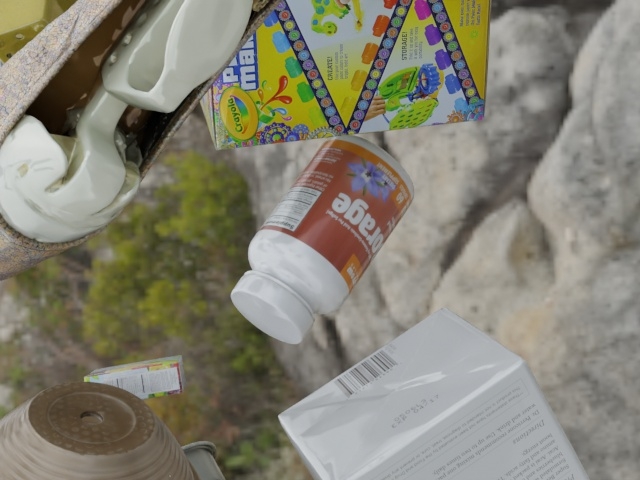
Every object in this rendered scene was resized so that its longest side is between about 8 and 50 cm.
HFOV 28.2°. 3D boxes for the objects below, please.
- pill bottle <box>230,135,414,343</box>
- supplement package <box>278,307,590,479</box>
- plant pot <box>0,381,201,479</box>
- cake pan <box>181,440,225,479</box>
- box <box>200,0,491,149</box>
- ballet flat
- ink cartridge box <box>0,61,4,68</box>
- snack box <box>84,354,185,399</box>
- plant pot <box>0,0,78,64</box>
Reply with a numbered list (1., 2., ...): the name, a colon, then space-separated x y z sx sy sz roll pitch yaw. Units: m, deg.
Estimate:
1. pill bottle: 0.000 0.000 1.376 0.216 0.121 0.121 -55 13 -22
2. supplement package: 0.125 0.236 1.038 0.293 0.177 0.175 60 172 -17
3. plant pot: -0.217 0.205 1.169 0.237 0.237 0.110 -129 45 -54
4. cake pan: -0.239 0.387 1.702 0.054 0.293 0.293 47 140 19
5. box: -0.001 -0.248 1.333 0.290 0.279 0.177 -112 18 -57
6. ballet flat: -0.120 -0.083 0.729 0.316 0.107 0.106 -53 37 13
7. ink cartridge box: -0.295 -0.321 1.201 0.176 0.069 0.371 -103 11 -53
8. snack box: -0.199 0.152 1.384 0.141 0.100 0.037 152 110 -85
9. plant pot: -0.213 -0.169 0.930 0.081 0.081 0.083 60 -165 -57
